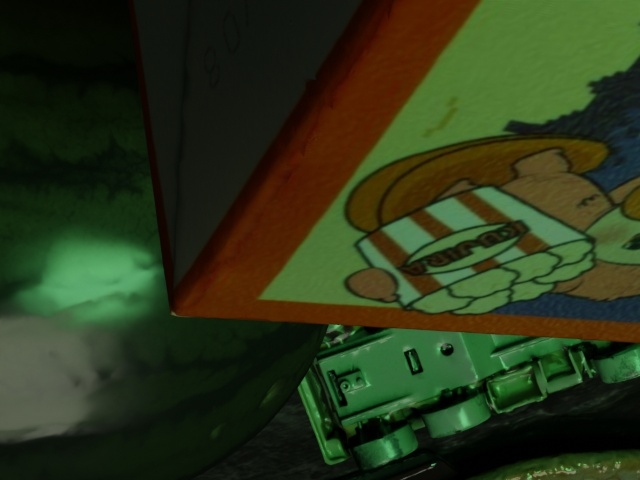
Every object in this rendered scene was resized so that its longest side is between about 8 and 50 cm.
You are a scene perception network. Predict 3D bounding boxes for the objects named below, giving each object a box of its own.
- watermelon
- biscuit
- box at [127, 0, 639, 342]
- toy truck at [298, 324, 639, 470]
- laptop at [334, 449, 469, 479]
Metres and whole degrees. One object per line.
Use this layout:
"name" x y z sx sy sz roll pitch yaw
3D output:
"watermelon" -0.141 -0.007 0.753 0.359 0.278 0.279 -1 148 -14
"biscuit" 0.217 0.239 1.468 0.265 0.040 0.188 -5 148 -8
"box" 0.105 -0.182 0.496 0.257 0.318 0.348 3 146 -25
"toy truck" 0.114 0.057 1.120 0.260 0.128 0.135 -21 180 17
"laptop" 0.081 0.254 1.508 0.154 0.026 0.207 -23 148 17
